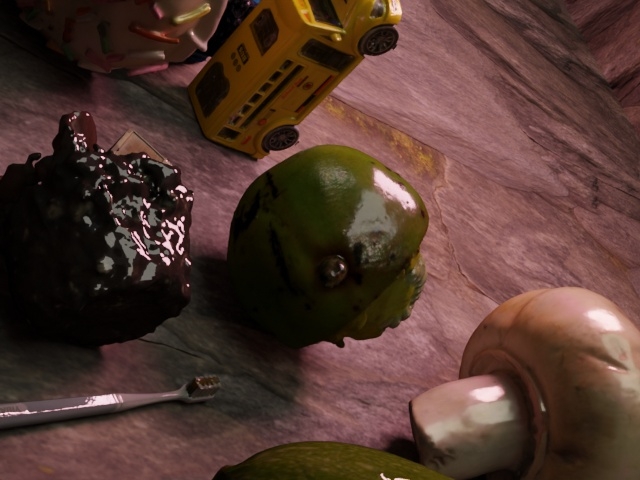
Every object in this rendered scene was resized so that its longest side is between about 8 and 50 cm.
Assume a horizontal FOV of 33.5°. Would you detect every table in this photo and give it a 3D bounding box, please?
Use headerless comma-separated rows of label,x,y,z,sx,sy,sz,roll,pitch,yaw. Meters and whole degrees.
table,-0.231,-0.079,1.304,0.083,0.062,0.079,42,29,-13

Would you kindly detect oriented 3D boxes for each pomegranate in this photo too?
pomegranate,0.000,0.000,1.363,0.260,0.260,0.341,36,2,-24

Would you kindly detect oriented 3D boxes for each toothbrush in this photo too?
toothbrush,-0.223,0.164,1.064,0.342,0.030,0.025,1,50,-51

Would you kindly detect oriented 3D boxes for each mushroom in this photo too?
mushroom,0.304,0.247,1.472,0.353,0.353,0.325,52,9,4

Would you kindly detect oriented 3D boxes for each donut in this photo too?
donut,-0.276,-0.381,1.308,0.142,0.382,0.382,-33,83,-43

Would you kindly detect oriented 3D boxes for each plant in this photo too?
plant,-0.233,-0.012,1.104,0.178,0.204,0.234,19,47,-48

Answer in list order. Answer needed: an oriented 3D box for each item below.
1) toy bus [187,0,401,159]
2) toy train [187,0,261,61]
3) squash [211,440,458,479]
toy bus,-0.041,-0.272,1.522,0.152,0.330,0.144,12,45,-44
toy train,-0.211,-0.402,1.554,0.265,0.188,0.300,54,13,3
squash,0.038,0.309,0.987,0.309,0.310,0.310,41,30,-13
